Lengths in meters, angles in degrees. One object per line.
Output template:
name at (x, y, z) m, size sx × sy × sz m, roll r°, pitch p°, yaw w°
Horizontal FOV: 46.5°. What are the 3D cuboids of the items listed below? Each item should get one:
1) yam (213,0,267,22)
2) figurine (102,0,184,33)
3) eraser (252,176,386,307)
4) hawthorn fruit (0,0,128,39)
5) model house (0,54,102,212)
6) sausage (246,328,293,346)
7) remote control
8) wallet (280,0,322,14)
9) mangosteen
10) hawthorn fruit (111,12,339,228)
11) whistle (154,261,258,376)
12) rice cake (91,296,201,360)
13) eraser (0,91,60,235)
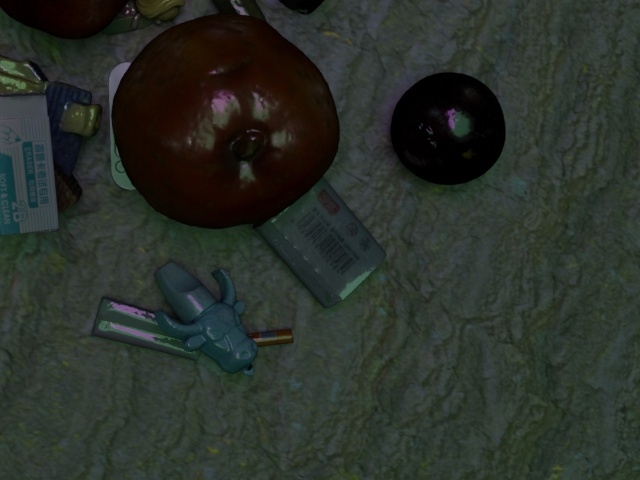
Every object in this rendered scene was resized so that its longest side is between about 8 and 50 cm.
yam at (-0.206, -0.533, 1.418) m, size 0.083 × 0.083 × 0.371 m, roll -34°, pitch 101°, yaw -6°
figurine at (-0.346, -0.436, 1.403) m, size 0.188 × 0.083 × 0.083 m, roll -6°, pitch 97°, yaw -1°
eraser at (0.000, 0.000, 1.494) m, size 0.174 × 0.081 × 0.227 m, roll -41°, pitch 108°, yaw -3°
hawthorn fruit at (-0.437, -0.491, 1.263) m, size 0.295 × 0.311 × 0.294 m, roll 3°, pitch 102°, yaw 13°
model house at (-0.538, -0.172, 1.295) m, size 0.267 × 0.261 × 0.321 m, roll 15°, pitch 98°, yaw -15°
sausage at (-0.110, 0.201, 1.528) m, size 0.107 × 0.031 × 0.031 m, roll -5°, pitch 96°, yaw -9°
remote control at (-0.369, -0.220, 1.441) m, size 0.077 × 0.022 × 0.244 m, roll -1°, pitch 96°, yaw -13°
wallet at (-0.092, -0.529, 1.366) m, size 0.262 × 0.221 × 0.071 m, roll 42°, pitch 91°, yaw -12°
mangosteen at (0.266, -0.228, 1.483) m, size 0.265 × 0.228 × 0.228 m, roll -27°, pitch 102°, yaw -46°
hawthorn fruit at (-0.163, -0.193, 1.300) m, size 0.403 × 0.403 × 0.402 m, roll -1°, pitch 95°, yaw -11°
whistle at (-0.219, 0.155, 1.445) m, size 0.274 × 0.093 × 0.186 m, roll 50°, pitch 43°, yaw 2°
rice cake at (-0.334, 0.178, 1.476) m, size 0.222 × 0.042 × 0.080 m, roll 17°, pitch 90°, yaw -13°
eraser at (-0.482, -0.122, 1.200) m, size 0.096 × 0.052 × 0.225 m, roll -9°, pitch 111°, yaw -28°
